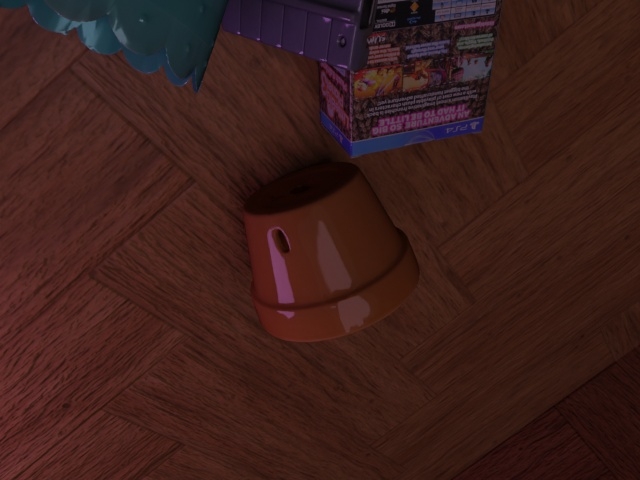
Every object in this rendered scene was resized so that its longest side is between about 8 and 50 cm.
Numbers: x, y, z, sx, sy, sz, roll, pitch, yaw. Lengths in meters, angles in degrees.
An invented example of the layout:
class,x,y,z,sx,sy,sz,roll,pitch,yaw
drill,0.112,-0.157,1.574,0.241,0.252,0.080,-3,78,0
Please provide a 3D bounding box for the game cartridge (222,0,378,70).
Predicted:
class,x,y,z,sx,sy,sz,roll,pitch,yaw
game cartridge,-0.023,-0.401,0.604,0.068,0.230,0.354,-38,144,-48

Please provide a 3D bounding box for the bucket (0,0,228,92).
class,x,y,z,sx,sy,sz,roll,pitch,yaw
bucket,-0.218,-0.296,0.550,0.281,0.281,0.183,20,96,-34

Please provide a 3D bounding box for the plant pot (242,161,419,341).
class,x,y,z,sx,sy,sz,roll,pitch,yaw
plant pot,0.000,0.000,0.880,0.291,0.291,0.203,-23,114,-7

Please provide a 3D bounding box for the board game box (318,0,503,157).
class,x,y,z,sx,sy,sz,roll,pitch,yaw
board game box,0.125,-0.300,0.786,0.232,0.141,0.290,-13,128,-15
